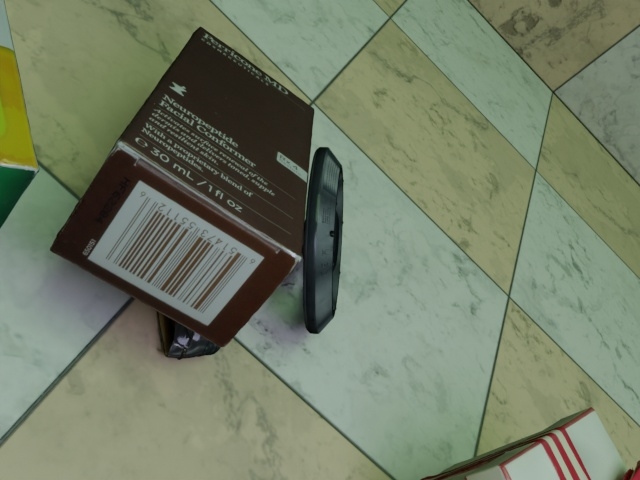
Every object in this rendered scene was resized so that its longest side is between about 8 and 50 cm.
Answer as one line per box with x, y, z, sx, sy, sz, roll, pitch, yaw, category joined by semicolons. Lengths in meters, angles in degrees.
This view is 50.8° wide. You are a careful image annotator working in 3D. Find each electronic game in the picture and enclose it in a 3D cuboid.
0.000;0.000;0.830;0.048;0.229;0.229;4;47;5;electronic game

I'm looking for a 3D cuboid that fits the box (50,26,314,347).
-0.121;-0.083;0.746;0.191;0.143;0.381;33;25;-18;box

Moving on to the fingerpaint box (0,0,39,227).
-0.493;-0.185;0.514;0.444;0.163;0.371;1;60;-44;fingerpaint box

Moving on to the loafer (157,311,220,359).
-0.162;0.048;0.736;0.061;0.062;0.170;-9;65;-42;loafer

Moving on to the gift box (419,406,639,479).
0.243;0.355;0.727;0.255;0.258;0.276;-13;69;-48;gift box
